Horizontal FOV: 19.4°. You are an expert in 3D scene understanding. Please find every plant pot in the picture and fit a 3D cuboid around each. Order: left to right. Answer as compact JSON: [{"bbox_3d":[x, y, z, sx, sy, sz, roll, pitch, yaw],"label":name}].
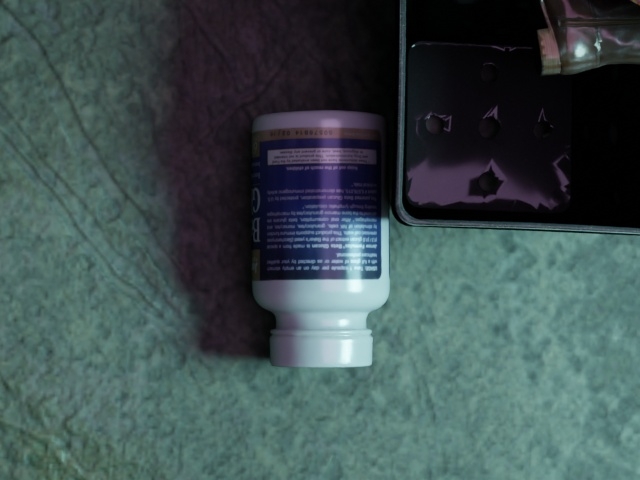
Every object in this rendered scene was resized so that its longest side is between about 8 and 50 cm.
[{"bbox_3d":[0.130,-0.091,1.261,0.187,0.167,0.188,2,84,-8],"label":"plant pot"}]

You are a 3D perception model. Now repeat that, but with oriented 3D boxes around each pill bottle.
[{"bbox_3d":[0.000,0.000,1.267,0.094,0.094,0.169,0,88,-17],"label":"pill bottle"}]

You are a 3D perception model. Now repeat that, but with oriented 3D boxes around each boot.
[{"bbox_3d":[0.187,-0.157,1.173,0.114,0.037,0.106,-6,97,-5],"label":"boot"}]

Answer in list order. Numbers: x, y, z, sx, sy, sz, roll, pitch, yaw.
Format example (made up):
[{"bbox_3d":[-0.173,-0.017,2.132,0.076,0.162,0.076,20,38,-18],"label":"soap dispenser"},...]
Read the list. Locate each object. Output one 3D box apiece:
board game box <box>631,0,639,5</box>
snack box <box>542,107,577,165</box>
[{"bbox_3d":[0.216,-0.253,1.204,0.302,0.308,0.086,31,123,6],"label":"board game box"},{"bbox_3d":[0.247,-0.110,1.384,0.178,0.022,0.064,-42,98,-14],"label":"snack box"}]
